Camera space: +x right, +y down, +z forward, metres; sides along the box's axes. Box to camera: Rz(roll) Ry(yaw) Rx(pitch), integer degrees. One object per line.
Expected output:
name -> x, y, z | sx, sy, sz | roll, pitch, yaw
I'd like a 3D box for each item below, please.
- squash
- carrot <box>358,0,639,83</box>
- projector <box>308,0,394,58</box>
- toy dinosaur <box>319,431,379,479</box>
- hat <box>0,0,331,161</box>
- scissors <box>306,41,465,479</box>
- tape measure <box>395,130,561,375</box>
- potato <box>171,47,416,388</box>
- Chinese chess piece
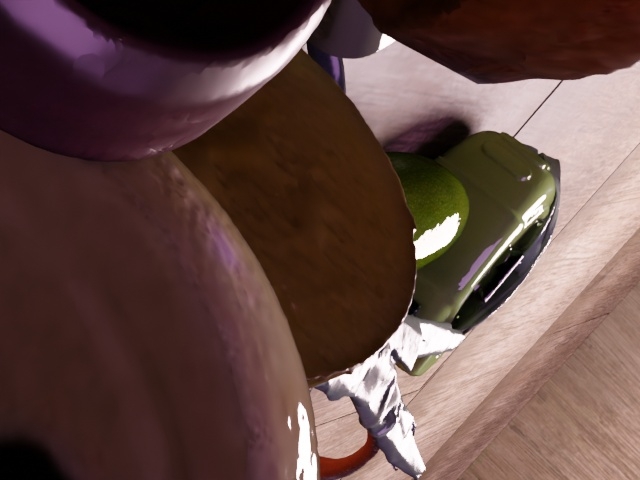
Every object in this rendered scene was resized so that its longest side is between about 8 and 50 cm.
squash -> -0.001, -0.002, 0.939 | 0.292, 0.082, 0.082 | -21, 152, -54
carrot -> 0.083, -0.185, 0.391 | 0.307, 0.100, 0.258 | -65, -157, 13
projector -> 0.017, -0.134, 0.631 | 0.083, 0.083, 0.082 | -38, 164, -29
toy dinosaur -> -0.032, 0.161, 1.255 | 0.055, 0.101, 0.279 | -50, 180, -28
hat -> -0.066, -0.117, 0.382 | 0.205, 0.089, 0.205 | -1, 92, -55
scissors -> 0.015, 0.045, 0.862 | 0.383, 0.029, 0.256 | 39, 62, -64
tape measure -> 0.101, 0.005, 1.183 | 0.200, 0.106, 0.175 | -48, 169, 2
potato -> -0.079, 0.005, 0.614 | 0.158, 0.178, 0.203 | -35, -165, 32
Chinese chess piece -> -0.128, 0.069, 0.436 | 0.257, 0.257, 0.104 | -46, 179, 0
